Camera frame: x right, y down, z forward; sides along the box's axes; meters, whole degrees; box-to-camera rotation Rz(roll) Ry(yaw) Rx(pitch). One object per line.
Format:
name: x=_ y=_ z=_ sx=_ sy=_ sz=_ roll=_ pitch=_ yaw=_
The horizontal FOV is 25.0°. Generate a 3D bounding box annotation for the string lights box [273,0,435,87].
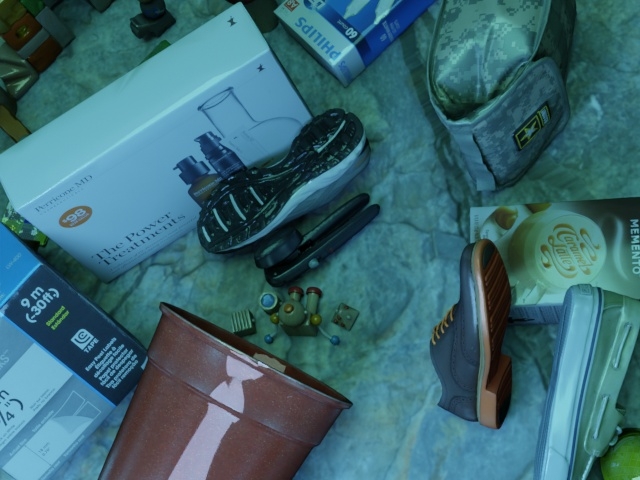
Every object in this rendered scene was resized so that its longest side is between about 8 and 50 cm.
string lights box: x=0.077 y=-0.356 z=2.030 sx=0.259 sy=0.077 sz=0.133 roll=-44 pitch=68 yaw=-3

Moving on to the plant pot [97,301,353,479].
plant pot: x=-0.139 y=0.256 z=1.789 sx=0.272 sy=0.272 sz=0.265 roll=27 pitch=88 yaw=22

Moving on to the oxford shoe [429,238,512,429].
oxford shoe: x=0.175 y=0.115 z=1.753 sx=0.098 sy=0.271 sz=0.097 roll=10 pitch=34 yaw=22

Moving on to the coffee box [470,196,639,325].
coffee box: x=0.317 y=0.027 z=1.820 sx=0.246 sy=0.098 sz=0.141 roll=-4 pitch=71 yaw=14

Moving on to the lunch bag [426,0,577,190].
lunch bag: x=0.235 y=-0.224 z=1.855 sx=0.168 sy=0.235 sz=0.287 roll=6 pitch=73 yaw=19

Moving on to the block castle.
block castle: x=-0.309 y=-0.297 z=2.040 sx=0.453 sy=0.213 sz=0.303 roll=-46 pitch=66 yaw=-3

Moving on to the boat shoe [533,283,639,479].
boat shoe: x=0.317 y=0.204 z=1.722 sx=0.094 sy=0.109 sz=0.302 roll=10 pitch=99 yaw=3

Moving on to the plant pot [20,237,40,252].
plant pot: x=-0.523 y=0.105 z=1.969 sx=0.237 sy=0.237 sz=0.254 roll=10 pitch=88 yaw=18

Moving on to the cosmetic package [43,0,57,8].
cosmetic package: x=-0.355 y=-0.550 z=2.173 sx=0.365 sy=0.155 sz=0.197 roll=-42 pitch=68 yaw=-3

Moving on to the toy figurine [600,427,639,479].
toy figurine: x=0.452 y=0.338 z=1.612 sx=0.191 sy=0.217 sz=0.363 roll=-25 pitch=67 yaw=5

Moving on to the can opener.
can opener: x=0.000 y=0.000 z=1.939 sx=0.186 sy=0.073 sz=0.059 roll=-30 pitch=64 yaw=-8

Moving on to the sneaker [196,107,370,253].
sneaker: x=-0.043 y=-0.062 z=1.944 sx=0.271 sy=0.108 sz=0.100 roll=-34 pitch=61 yaw=4

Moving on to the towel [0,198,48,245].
towel: x=-0.425 y=-0.026 z=2.086 sx=0.083 sy=0.009 sz=0.060 roll=14 pitch=75 yaw=19

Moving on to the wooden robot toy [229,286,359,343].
wooden robot toy: x=-0.041 y=0.091 z=1.905 sx=0.173 sy=0.079 sz=0.076 roll=0 pitch=71 yaw=14

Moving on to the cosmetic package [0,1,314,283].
cosmetic package: x=-0.201 y=-0.118 z=1.907 sx=0.377 sy=0.284 sz=0.097 roll=-32 pitch=62 yaw=3

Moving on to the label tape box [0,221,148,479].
label tape box: x=-0.414 y=0.134 z=1.857 sx=0.241 sy=0.333 sz=0.106 roll=-48 pitch=31 yaw=-4
